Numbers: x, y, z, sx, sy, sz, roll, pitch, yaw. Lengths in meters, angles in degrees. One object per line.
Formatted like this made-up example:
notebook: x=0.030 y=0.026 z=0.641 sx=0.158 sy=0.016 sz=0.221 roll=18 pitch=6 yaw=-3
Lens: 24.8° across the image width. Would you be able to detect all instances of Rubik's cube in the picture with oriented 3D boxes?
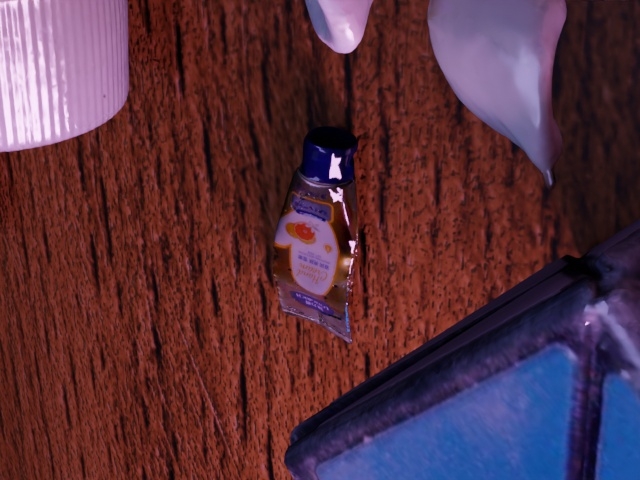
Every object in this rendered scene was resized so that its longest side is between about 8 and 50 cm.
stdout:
Rubik's cube: x=0.179 y=0.113 z=0.660 sx=0.260 sy=0.254 sz=0.259 roll=58 pitch=141 yaw=7

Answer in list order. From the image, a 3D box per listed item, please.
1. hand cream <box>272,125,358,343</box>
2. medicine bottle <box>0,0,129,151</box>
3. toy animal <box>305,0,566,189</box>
hand cream: x=0.000 y=0.000 z=0.974 sx=0.062 sy=0.039 sz=0.163 roll=21 pitch=128 yaw=21
medicine bottle: x=-0.225 y=-0.266 z=0.930 sx=0.224 sy=0.224 sz=0.384 roll=26 pitch=127 yaw=37
toy animal: x=0.146 y=-0.181 z=0.563 sx=0.310 sy=0.247 sz=0.183 roll=-28 pitch=106 yaw=38
